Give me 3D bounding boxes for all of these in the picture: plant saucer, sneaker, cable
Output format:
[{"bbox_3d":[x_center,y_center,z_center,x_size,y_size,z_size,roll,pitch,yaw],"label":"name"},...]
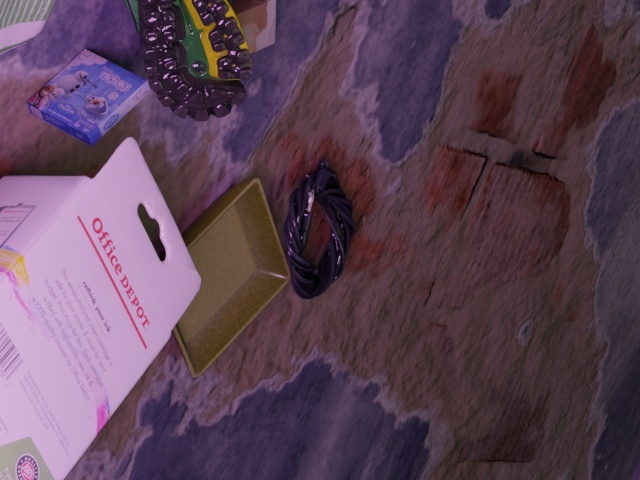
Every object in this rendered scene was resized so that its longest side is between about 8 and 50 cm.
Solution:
[{"bbox_3d":[-0.127,0.039,2.174,0.188,0.045,0.188,-47,143,-26],"label":"plant saucer"},{"bbox_3d":[-0.166,-0.296,1.845,0.134,0.146,0.343,-14,118,-4],"label":"sneaker"},{"bbox_3d":[0.000,0.000,2.286,0.184,0.047,0.150,78,26,-46],"label":"cable"}]

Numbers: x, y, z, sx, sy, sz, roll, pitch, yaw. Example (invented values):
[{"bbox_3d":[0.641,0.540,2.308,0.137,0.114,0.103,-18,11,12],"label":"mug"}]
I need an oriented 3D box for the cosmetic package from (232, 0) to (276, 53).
[{"bbox_3d":[-0.102,-0.233,2.030,0.115,0.041,0.060,-31,135,-40],"label":"cosmetic package"}]

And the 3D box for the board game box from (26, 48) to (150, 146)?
[{"bbox_3d":[-0.235,-0.146,1.857,0.090,0.090,0.020,-46,147,-26],"label":"board game box"}]

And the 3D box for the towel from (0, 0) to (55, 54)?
[{"bbox_3d":[-0.282,-0.252,1.611,0.248,0.038,0.325,-37,169,-46],"label":"towel"}]

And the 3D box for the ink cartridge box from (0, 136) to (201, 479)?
[{"bbox_3d":[-0.271,0.079,1.716,0.353,0.119,0.207,-54,133,-40],"label":"ink cartridge box"}]
